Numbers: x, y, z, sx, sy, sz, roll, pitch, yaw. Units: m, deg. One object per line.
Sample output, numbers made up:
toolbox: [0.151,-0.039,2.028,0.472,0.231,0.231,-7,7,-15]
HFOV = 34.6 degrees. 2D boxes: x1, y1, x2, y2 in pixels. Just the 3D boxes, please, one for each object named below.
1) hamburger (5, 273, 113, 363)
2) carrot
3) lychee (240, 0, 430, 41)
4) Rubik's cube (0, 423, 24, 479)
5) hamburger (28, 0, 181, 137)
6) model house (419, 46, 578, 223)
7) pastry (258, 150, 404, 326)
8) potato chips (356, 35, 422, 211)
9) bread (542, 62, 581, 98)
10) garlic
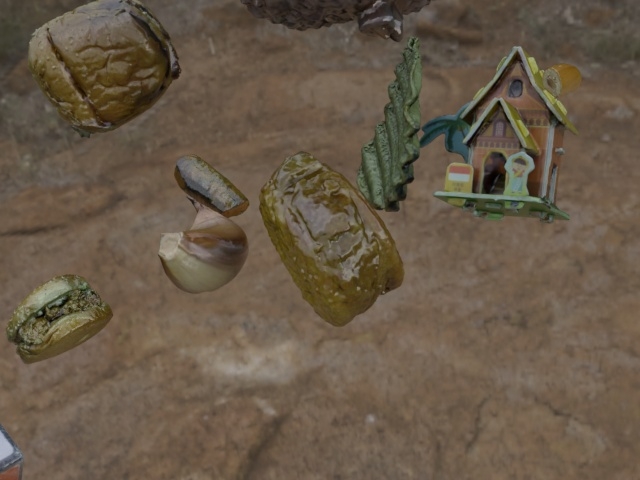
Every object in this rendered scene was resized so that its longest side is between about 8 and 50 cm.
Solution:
hamburger: [-0.505,0.151,1.956,0.189,0.215,0.122,-32,84,-22]
carrot: [-0.232,-0.108,2.146,0.173,0.082,0.082,42,62,17]
lychee: [0.024,-0.450,1.294,0.380,0.380,0.432,-16,82,-6]
Rubik's cube: [-0.498,0.282,1.221,0.207,0.205,0.205,-28,62,-35]
hamburger: [-0.312,-0.259,1.507,0.206,0.183,0.130,-33,28,-9]
model house: [0.310,-0.211,1.976,0.340,0.300,0.323,6,87,25]
pastry: [0.000,0.000,1.402,0.132,0.235,0.240,-38,8,-14]
potato chips: [0.151,-0.227,2.085,0.070,0.358,0.429,11,27,-7]
bread: [0.416,-0.283,1.799,0.062,0.049,0.103,27,30,28]
garlic: [-0.177,0.022,1.594,0.128,0.115,0.206,13,18,0]
